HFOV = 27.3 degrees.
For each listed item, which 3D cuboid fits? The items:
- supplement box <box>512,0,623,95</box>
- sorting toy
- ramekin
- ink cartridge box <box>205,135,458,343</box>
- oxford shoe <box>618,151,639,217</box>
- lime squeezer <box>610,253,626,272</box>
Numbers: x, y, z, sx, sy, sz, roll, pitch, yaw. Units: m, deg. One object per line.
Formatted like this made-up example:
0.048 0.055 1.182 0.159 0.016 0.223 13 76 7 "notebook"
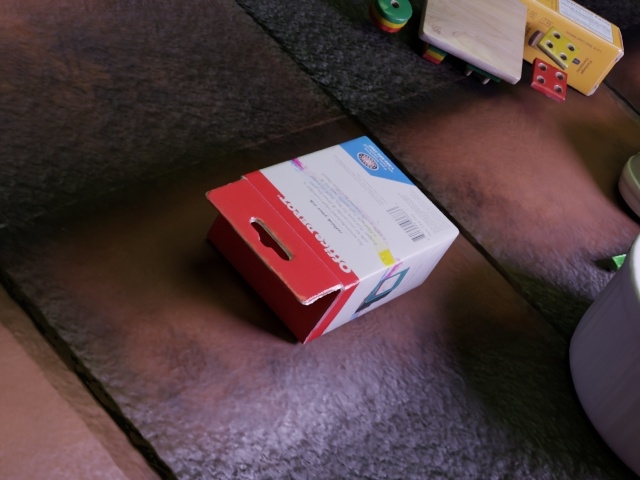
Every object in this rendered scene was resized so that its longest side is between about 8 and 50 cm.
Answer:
0.266 -0.280 1.672 0.233 0.078 0.080 29 33 -9 "supplement box"
0.184 -0.249 1.579 0.274 0.046 0.132 23 51 -15 "sorting toy"
0.371 0.126 1.248 0.277 0.135 0.277 21 38 -17 "ramekin"
0.000 0.000 1.146 0.134 0.078 0.231 47 38 17 "ink cartridge box"
0.528 -0.109 1.646 0.449 0.130 0.169 -16 56 -49 "oxford shoe"
0.455 -0.023 1.475 0.310 0.110 0.059 -27 43 -6 "lime squeezer"
